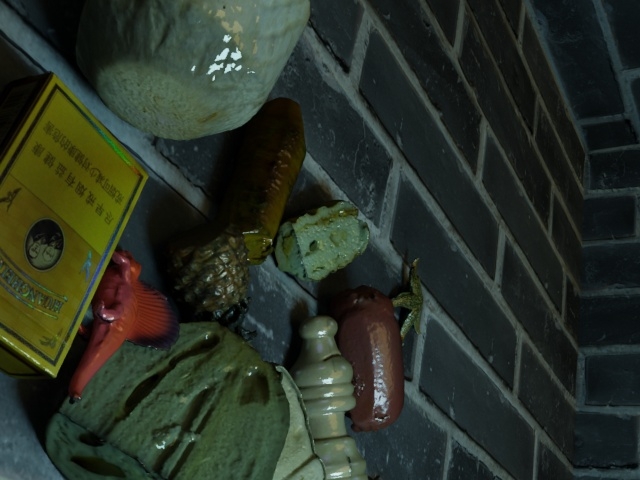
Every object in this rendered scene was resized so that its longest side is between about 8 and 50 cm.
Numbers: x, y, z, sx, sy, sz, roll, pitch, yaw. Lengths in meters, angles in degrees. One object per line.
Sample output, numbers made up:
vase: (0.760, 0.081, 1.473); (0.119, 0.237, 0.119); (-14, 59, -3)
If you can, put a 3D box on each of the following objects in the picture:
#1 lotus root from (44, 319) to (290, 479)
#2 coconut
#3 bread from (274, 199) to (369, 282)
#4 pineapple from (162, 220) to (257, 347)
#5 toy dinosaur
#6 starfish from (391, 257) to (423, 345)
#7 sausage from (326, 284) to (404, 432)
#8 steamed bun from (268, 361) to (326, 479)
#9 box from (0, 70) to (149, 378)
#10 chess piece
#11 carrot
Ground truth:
lotus root: (-0.187, 0.232, 1.061); (0.267, 0.149, 0.260); (34, 37, -5)
coconut: (-0.167, -0.300, 1.077); (0.328, 0.328, 0.329); (17, 71, -58)
bread: (0.000, 0.000, 1.509); (0.232, 0.088, 0.128); (-25, 97, -52)
pineapple: (-0.149, 0.100, 1.201); (0.128, 0.128, 0.248); (-39, 123, -55)
toy dinosaur: (-0.238, 0.116, 1.010); (0.139, 0.070, 0.286); (36, 28, -31)
starfish: (0.212, 0.154, 1.887); (0.208, 0.053, 0.176); (-61, 145, -36)
sausage: (0.084, 0.225, 1.544); (0.152, 0.152, 0.280); (-1, 85, -60)
steamed bun: (-0.093, 0.330, 1.255); (0.212, 0.110, 0.231); (56, 37, -2)
box: (-0.332, -0.018, 0.934); (0.193, 0.084, 0.302); (51, 43, -42)
chess piece: (-0.002, 0.286, 1.429); (0.124, 0.138, 0.307); (39, 45, -74)
carrot: (-0.095, -0.099, 1.333); (0.114, 0.114, 0.302); (49, 45, -44)
